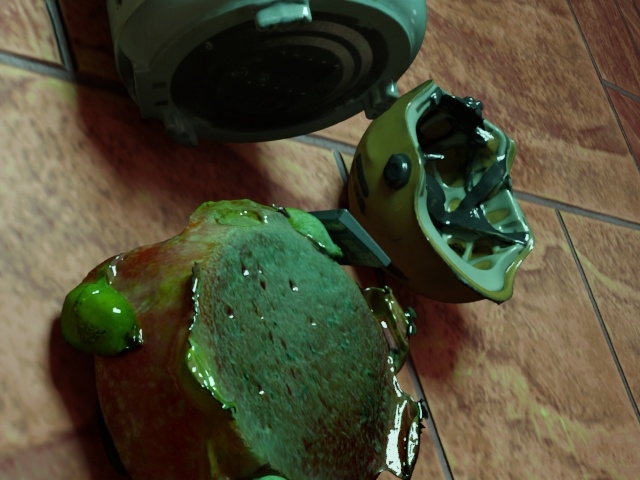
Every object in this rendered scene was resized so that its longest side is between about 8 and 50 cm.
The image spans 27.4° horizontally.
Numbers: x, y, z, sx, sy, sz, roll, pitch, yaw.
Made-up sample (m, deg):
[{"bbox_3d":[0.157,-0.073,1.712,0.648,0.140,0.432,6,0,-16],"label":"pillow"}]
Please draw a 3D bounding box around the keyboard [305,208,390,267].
[{"bbox_3d":[0.001,-0.001,1.044,0.055,0.176,0.014,45,75,-15],"label":"keyboard"}]

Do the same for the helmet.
[{"bbox_3d":[0.102,-0.034,1.247,0.198,0.130,0.224,26,55,-41],"label":"helmet"}]

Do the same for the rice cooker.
[{"bbox_3d":[-0.056,-0.241,1.045,0.264,0.316,0.317,87,-12,-68],"label":"rice cooker"}]

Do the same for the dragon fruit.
[{"bbox_3d":[-0.043,0.099,0.895,0.268,0.130,0.295,50,31,-21],"label":"dragon fruit"}]
